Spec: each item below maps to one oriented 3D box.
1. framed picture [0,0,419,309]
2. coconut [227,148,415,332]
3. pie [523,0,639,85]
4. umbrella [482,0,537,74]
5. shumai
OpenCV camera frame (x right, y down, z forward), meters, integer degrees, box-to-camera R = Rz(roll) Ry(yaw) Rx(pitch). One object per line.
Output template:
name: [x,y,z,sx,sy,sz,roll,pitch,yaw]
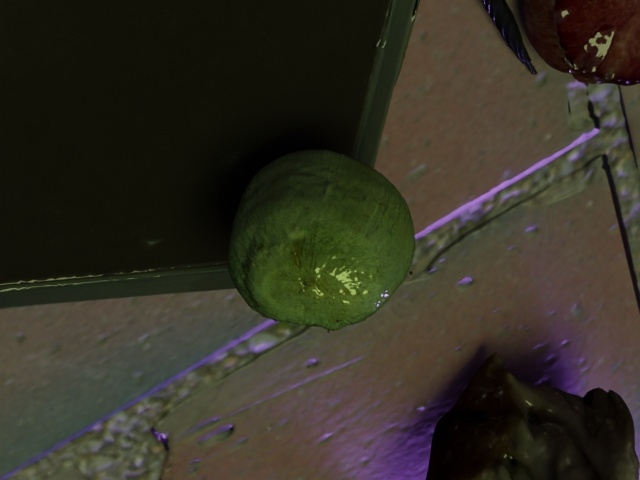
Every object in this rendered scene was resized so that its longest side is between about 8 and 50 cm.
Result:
framed picture: [-0.079,-0.055,0.732,0.252,0.014,0.197,-4,125,-28]
coconut: [0.000,0.000,0.754,0.088,0.096,0.087,7,121,12]
pie: [0.163,-0.145,0.790,0.154,0.036,0.154,-16,130,-20]
umbrella: [0.080,-0.122,0.770,0.022,0.022,0.149,-29,135,11]
shumai: [0.117,0.168,0.926,0.120,0.201,0.201,7,124,-2]
